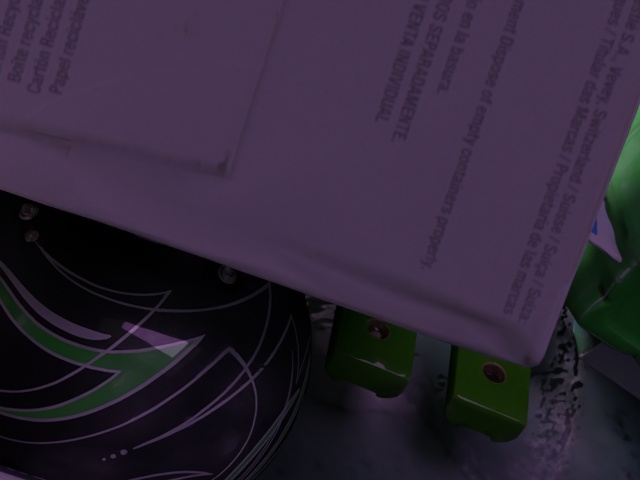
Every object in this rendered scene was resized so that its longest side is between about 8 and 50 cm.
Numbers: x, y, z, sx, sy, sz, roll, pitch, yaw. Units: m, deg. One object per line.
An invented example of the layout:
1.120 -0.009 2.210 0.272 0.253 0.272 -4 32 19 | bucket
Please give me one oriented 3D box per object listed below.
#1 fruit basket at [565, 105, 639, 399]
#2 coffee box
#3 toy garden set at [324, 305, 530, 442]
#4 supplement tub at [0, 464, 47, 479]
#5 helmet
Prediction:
0.250 -0.017 1.069 0.327 0.165 0.353 34 22 -15 | fruit basket
-0.029 -0.194 0.747 0.338 0.337 0.334 18 13 -7 | coffee box
0.000 0.000 0.942 0.244 0.049 0.204 22 41 -10 | toy garden set
-0.144 0.171 0.601 0.272 0.191 0.191 21 46 -16 | supplement tub
-0.090 0.056 0.750 0.161 0.169 0.169 30 41 17 | helmet
